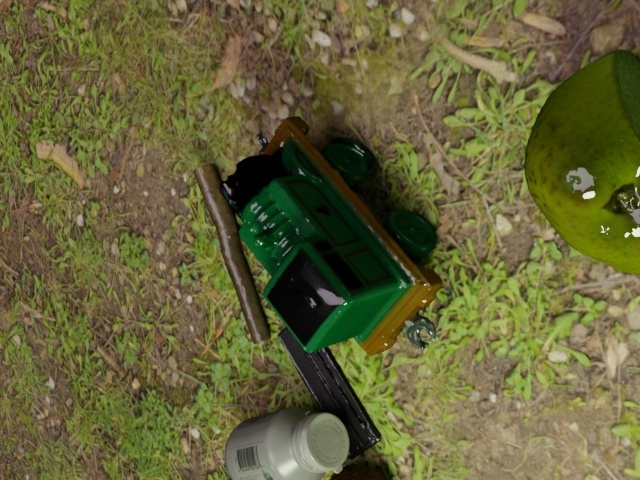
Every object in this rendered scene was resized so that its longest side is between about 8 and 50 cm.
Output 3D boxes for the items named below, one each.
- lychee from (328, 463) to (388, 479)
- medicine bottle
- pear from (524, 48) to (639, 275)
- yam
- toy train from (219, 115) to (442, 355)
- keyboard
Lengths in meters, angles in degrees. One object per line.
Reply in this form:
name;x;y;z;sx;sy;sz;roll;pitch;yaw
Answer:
lychee;0.066;0.422;1.434;0.146;0.114;0.114;30;120;52
medicine bottle;-0.054;0.352;1.494;0.215;0.135;0.135;-25;84;46
pear;0.332;-0.064;1.002;0.159;0.292;0.292;-35;77;31
yam;-0.153;0.023;1.574;0.045;0.045;0.327;-20;88;11
toy train;0.000;0.000;1.295;0.429;0.249;0.178;51;128;20
keyboard;0.011;0.246;1.501;0.087;0.017;0.250;-44;72;37
